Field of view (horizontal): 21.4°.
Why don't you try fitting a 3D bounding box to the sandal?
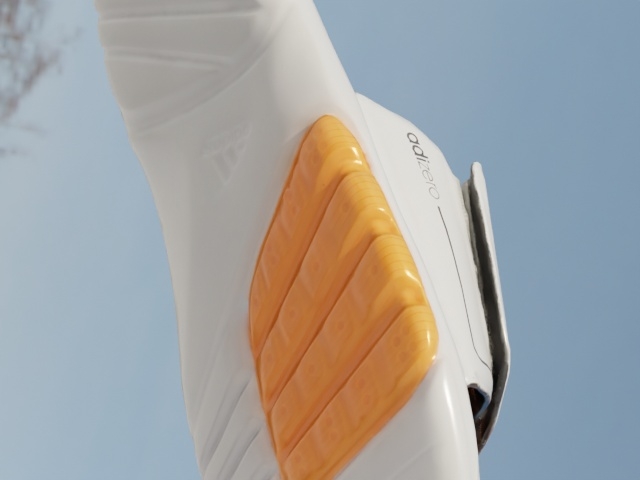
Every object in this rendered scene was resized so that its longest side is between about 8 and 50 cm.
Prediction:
[{"bbox_3d":[0.006,-0.006,0.489,0.102,0.076,0.265,-38,-122,41],"label":"sandal"}]
